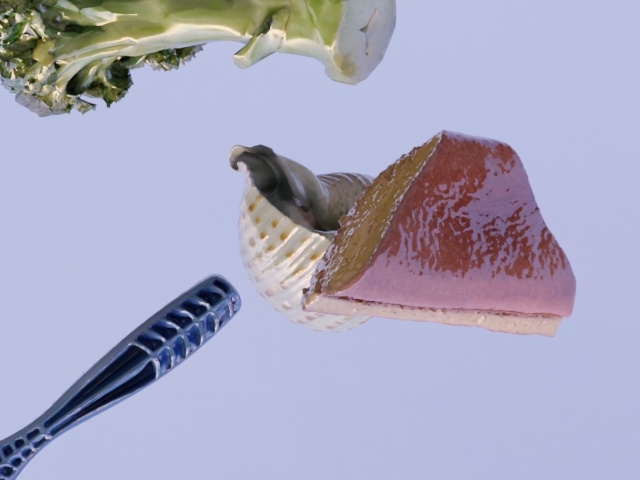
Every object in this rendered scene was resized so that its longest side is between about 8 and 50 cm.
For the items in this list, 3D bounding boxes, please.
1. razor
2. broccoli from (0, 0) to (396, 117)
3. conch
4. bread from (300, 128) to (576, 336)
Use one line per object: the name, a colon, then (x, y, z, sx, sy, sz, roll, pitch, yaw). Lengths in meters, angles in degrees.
razor: (-0.156, 0.106, 1.044, 0.253, 0.082, 0.042, -39, -166, -9)
broccoli: (-0.080, -0.177, 1.013, 0.269, 0.254, 0.269, -5, -105, 19)
conch: (-0.002, 0.009, 1.376, 0.200, 0.131, 0.172, 20, -150, -10)
bread: (0.077, -0.005, 0.997, 0.067, 0.192, 0.119, -5, -102, 54)
